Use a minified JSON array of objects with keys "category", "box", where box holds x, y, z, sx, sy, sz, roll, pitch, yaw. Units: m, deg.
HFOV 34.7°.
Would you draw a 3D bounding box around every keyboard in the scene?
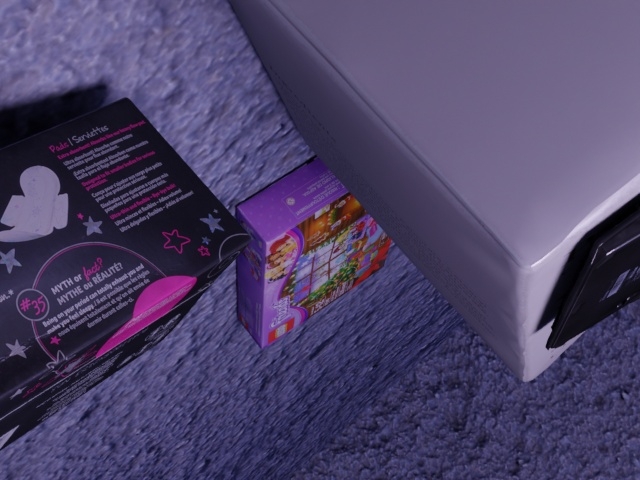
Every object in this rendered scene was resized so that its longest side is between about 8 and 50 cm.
[{"category":"keyboard","box":[0.188,0.011,0.618,0.108,0.023,0.180,-30,160,-7]}]

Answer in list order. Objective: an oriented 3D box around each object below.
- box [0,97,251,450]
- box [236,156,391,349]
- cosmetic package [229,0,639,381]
[{"category":"box","box":[-0.199,0.035,0.674,0.247,0.142,0.163,-34,171,-47]},{"category":"box","box":[0.000,0.000,1.175,0.201,0.057,0.293,-33,160,-19]},{"category":"cosmetic package","box":[0.165,-0.142,0.765,0.329,0.327,0.393,-40,160,-2]}]
